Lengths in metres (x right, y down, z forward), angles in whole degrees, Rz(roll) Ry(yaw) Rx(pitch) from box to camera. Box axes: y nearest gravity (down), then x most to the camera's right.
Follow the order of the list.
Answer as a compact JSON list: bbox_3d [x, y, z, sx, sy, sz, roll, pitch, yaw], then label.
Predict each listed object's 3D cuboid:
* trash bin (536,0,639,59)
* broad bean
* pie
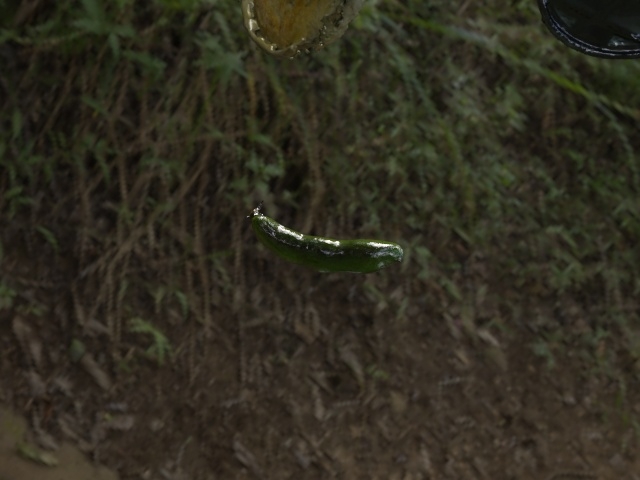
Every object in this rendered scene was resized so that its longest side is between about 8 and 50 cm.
[{"bbox_3d":[0.347,-0.373,1.375,0.217,0.277,0.263,10,49,-6],"label":"trash bin"},{"bbox_3d":[-0.003,0.005,1.528,0.226,0.069,0.039,19,-16,25],"label":"broad bean"},{"bbox_3d":[-0.009,-0.347,1.443,0.055,0.274,0.274,17,38,-38],"label":"pie"}]
